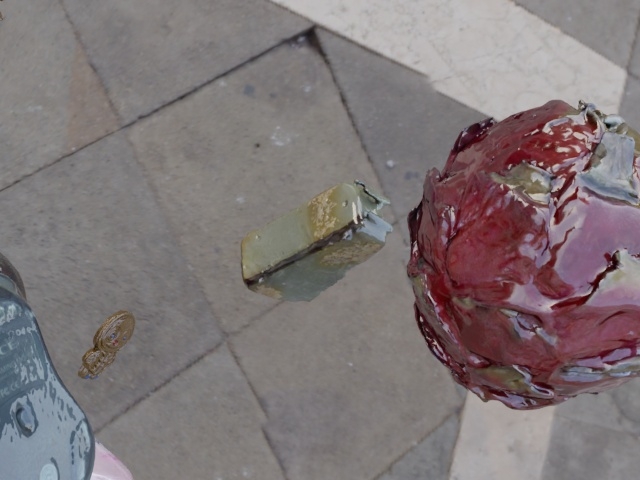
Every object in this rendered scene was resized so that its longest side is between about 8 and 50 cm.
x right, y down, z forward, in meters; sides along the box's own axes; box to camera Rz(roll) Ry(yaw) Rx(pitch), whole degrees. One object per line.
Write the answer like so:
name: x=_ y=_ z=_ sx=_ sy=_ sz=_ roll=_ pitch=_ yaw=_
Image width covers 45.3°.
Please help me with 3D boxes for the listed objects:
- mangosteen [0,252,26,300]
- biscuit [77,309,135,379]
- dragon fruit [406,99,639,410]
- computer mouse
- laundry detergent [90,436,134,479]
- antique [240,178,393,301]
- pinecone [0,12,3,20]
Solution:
mangosteen: x=-0.763 y=0.133 z=1.547 sx=0.330 sy=0.330 sz=0.330 roll=0 pitch=91 yaw=-30
biscuit: x=-0.468 y=0.233 z=1.697 sx=0.175 sy=0.026 sz=0.124 roll=-58 pitch=161 yaw=-1
dragon fruit: x=0.242 y=0.020 z=0.813 sx=0.329 sy=0.329 sz=0.330 roll=0 pitch=91 yaw=-30
computer mouse: x=-0.351 y=0.144 z=0.798 sx=0.167 sy=0.090 sz=0.380 roll=-31 pitch=107 yaw=-65
laundry detergent: x=-0.357 y=0.320 z=1.101 sx=0.335 sy=0.159 sz=0.088 roll=35 pitch=88 yaw=15
antique: x=0.000 y=0.000 z=1.386 sx=0.150 sy=0.284 sz=0.125 roll=24 pitch=45 yaw=-40
pinecone: x=-0.611 y=-0.423 z=1.158 sx=0.246 sy=0.246 sz=0.292 roll=-15 pitch=129 yaw=-29
